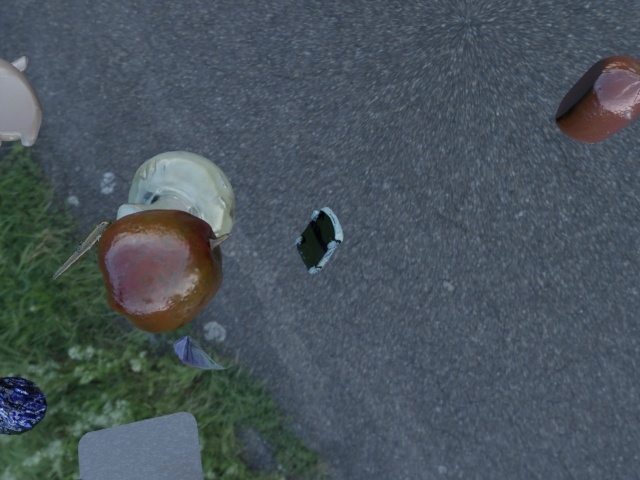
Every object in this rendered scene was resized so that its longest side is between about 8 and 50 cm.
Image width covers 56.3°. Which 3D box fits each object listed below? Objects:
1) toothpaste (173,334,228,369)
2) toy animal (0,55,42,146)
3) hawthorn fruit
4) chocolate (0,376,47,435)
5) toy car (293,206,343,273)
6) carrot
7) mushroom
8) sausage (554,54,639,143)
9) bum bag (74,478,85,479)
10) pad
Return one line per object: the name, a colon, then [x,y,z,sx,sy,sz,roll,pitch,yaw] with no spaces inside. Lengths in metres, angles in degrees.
toothpaste: [-0.303,0.270,1.444,0.301,0.048,0.075,-3,110,62]
toy animal: [-0.821,-0.365,1.544,0.256,0.195,0.213,26,125,50]
hawthorn fruit: [-0.324,0.051,1.313,0.298,0.277,0.277,-24,103,5]
chocolate: [-0.662,0.274,1.132,0.126,0.148,0.343,23,153,25]
toy car: [0.000,0.000,1.374,0.095,0.056,0.205,61,145,20]
carrot: [-0.740,0.029,1.857,0.049,0.049,0.254,43,82,-4]
mushroom: [-0.431,-0.096,1.723,0.315,0.355,0.315,28,124,53]
sausage: [0.258,-0.126,0.543,0.054,0.059,0.094,25,155,-3]
bum bag: [-0.356,0.427,0.987,0.159,0.109,0.026,12,86,7]
pad: [-0.350,0.441,1.154,0.266,0.002,0.176,-15,73,12]
